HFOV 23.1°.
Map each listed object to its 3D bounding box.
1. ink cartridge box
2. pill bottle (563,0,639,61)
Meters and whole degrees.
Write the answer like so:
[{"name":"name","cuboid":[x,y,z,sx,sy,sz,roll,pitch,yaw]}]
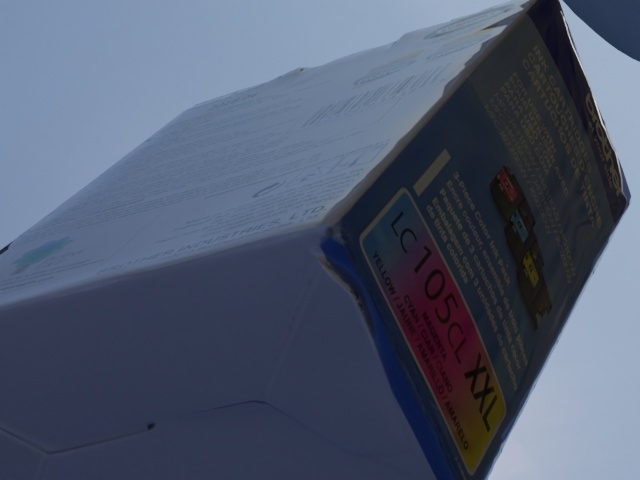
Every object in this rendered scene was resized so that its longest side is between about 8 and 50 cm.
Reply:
[{"name":"ink cartridge box","cuboid":[0.000,0.000,0.852,0.151,0.270,0.395,65,-149,-17]},{"name":"pill bottle","cuboid":[0.120,-0.116,0.342,0.094,0.169,0.094,50,175,6]}]
